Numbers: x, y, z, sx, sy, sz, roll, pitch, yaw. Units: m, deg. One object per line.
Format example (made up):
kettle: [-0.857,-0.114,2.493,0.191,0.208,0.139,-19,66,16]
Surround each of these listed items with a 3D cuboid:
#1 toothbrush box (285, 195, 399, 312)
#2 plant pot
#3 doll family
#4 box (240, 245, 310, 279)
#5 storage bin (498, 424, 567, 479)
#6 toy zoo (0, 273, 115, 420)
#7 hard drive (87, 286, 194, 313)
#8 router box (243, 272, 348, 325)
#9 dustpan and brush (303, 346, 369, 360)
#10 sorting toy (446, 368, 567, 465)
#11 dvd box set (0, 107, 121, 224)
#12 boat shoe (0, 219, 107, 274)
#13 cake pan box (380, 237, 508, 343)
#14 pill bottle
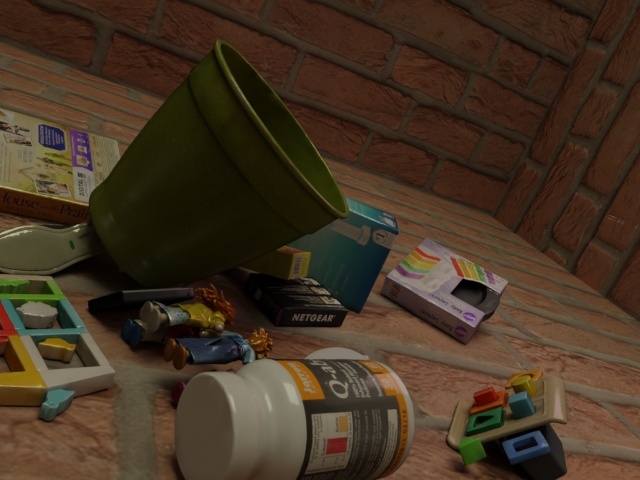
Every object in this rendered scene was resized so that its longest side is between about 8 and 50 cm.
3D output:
toothbrush box: [0.000,0.000,1.442,0.295,0.216,0.126,21,16,-5]
plant pot: [-0.197,-0.092,1.113,0.366,0.353,0.366,52,11,-15]
doll family: [-0.161,0.147,0.931,0.163,0.118,0.263,6,24,-46]
box: [-0.143,0.027,1.327,0.232,0.058,0.087,15,7,26]
storage bin: [0.367,0.355,1.089,0.091,0.098,0.135,53,19,2]
toy zoo: [-0.398,0.128,0.820,0.192,0.030,0.293,7,23,-45]
hard drive: [-0.284,0.094,1.005,0.094,0.022,0.135,-16,-10,36]
router box: [-0.049,0.122,1.293,0.179,0.046,0.133,8,24,-43]
dustpan and brush: [0.057,0.229,1.112,0.147,0.060,0.211,30,24,15]
sorting toy: [0.321,0.284,1.097,0.047,0.196,0.348,68,22,-2]
dvd box set: [-0.608,-0.160,1.274,0.420,0.062,0.307,12,32,-34]
boat shoe: [-0.456,0.014,1.054,0.079,0.084,0.233,-11,3,35]
cake pan box: [0.326,0.124,1.632,0.267,0.070,0.246,31,41,21]
pill bottle: [-0.027,0.229,0.789,0.278,0.162,0.162,10,21,-41]
